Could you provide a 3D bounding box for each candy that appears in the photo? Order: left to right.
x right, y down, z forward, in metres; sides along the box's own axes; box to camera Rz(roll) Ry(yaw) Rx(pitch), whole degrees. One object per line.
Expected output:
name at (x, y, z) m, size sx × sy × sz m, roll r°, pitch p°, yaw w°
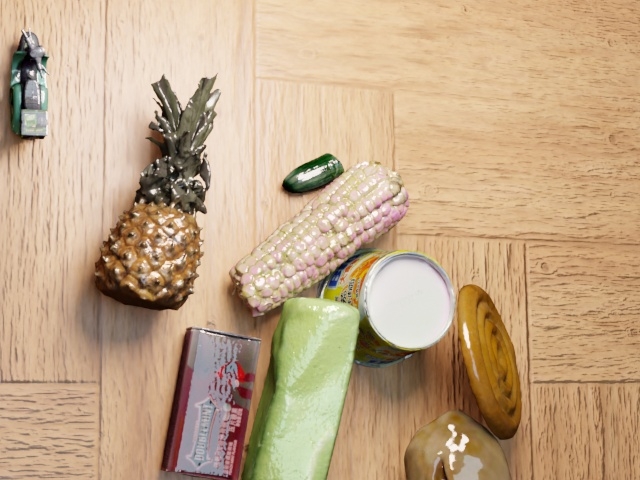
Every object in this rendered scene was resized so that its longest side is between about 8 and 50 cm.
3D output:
candy at (-0.032, 0.256, 1.841) m, size 0.132 × 0.142 × 0.343 m, roll 13°, pitch 86°, yaw 4°

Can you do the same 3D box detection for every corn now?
corn at (0.001, 0.000, 1.927) m, size 0.335 × 0.127 × 0.126 m, roll -40°, pitch 97°, yaw -17°

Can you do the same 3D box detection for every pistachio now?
pistachio at (0.233, 0.410, 1.941) m, size 0.197 × 0.166 × 0.288 m, roll -41°, pitch 117°, yaw -60°

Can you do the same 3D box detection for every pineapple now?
pineapple at (-0.227, -0.075, 1.827) m, size 0.166 × 0.165 × 0.364 m, roll 19°, pitch 73°, yaw -18°

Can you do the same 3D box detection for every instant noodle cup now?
instant noodle cup at (0.116, 0.099, 1.938) m, size 0.205 × 0.153 × 0.204 m, roll 4°, pitch 79°, yaw -22°

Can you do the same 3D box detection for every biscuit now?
biscuit at (0.279, 0.195, 1.956) m, size 0.037 × 0.262 × 0.261 m, roll -17°, pitch 88°, yaw 19°

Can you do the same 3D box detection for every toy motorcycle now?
toy motorcycle at (-0.431, -0.232, 1.800) m, size 0.058 × 0.100 × 0.173 m, roll 1°, pitch 83°, yaw -21°

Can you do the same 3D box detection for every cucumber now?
cucumber at (-0.014, -0.106, 1.973) m, size 0.105 × 0.048 × 0.048 m, roll -26°, pitch 92°, yaw -23°

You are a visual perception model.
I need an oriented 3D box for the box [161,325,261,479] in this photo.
box at (-0.166, 0.251, 1.849) m, size 0.120 × 0.069 × 0.224 m, roll 15°, pitch 78°, yaw -19°
